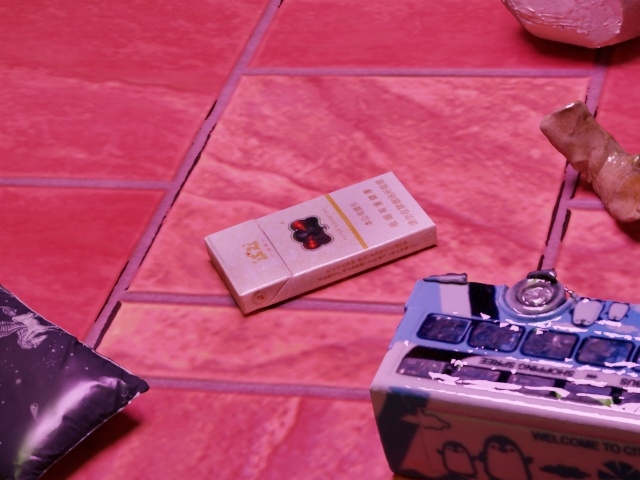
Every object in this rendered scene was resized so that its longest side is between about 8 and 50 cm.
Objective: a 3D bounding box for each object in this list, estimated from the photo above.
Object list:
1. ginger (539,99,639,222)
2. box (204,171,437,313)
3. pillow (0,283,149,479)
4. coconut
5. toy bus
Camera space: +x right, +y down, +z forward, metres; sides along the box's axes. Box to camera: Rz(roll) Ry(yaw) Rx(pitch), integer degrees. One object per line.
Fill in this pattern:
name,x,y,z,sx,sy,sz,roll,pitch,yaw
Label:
ginger,0.284,-0.031,1.400,0.089,0.075,0.288,-48,50,-9
box,0.000,0.000,1.474,0.167,0.024,0.090,-20,37,-13
pillow,-0.236,0.106,1.375,0.208,0.055,0.141,24,57,40
coconut,0.245,-0.248,1.635,0.162,0.161,0.161,17,44,30
toy bus,0.188,0.105,1.217,0.297,0.106,0.131,8,42,27
